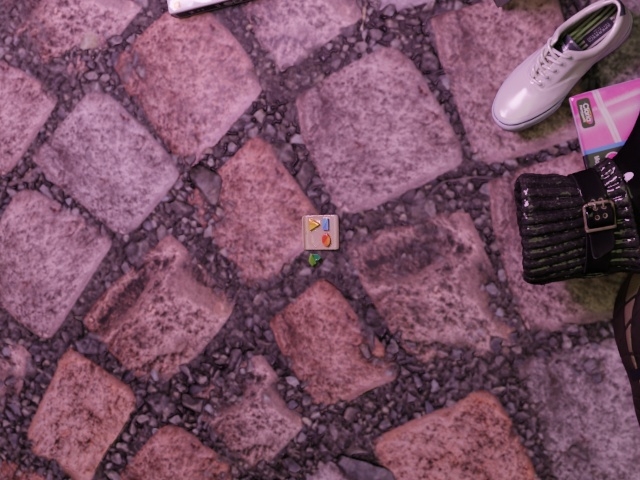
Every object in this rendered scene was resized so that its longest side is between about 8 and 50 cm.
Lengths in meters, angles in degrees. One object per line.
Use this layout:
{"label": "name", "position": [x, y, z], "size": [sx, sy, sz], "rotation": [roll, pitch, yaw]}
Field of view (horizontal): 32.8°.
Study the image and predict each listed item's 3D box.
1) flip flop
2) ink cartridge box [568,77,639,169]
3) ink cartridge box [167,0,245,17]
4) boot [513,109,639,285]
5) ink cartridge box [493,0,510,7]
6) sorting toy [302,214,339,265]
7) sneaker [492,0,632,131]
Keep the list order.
{"label": "flip flop", "position": [0.512, 0.174, 1.634], "size": [0.080, 0.112, 0.277], "rotation": [-10, 84, -17]}
{"label": "ink cartridge box", "position": [0.571, -0.176, 1.617], "size": [0.370, 0.069, 0.176], "rotation": [-14, 90, 12]}
{"label": "ink cartridge box", "position": [-0.167, -0.491, 1.792], "size": [0.208, 0.045, 0.206], "rotation": [-10, 90, 15]}
{"label": "boot", "position": [0.408, -0.104, 1.560], "size": [0.260, 0.131, 0.348], "rotation": [1, 97, 13]}
{"label": "ink cartridge box", "position": [0.285, -0.528, 1.640], "size": [0.201, 0.117, 0.278], "rotation": [-29, 85, 14]}
{"label": "sorting toy", "position": [0.000, 0.000, 1.792], "size": [0.062, 0.012, 0.083], "rotation": [-1, 92, 14]}
{"label": "sneaker", "position": [0.355, -0.272, 1.641], "size": [0.258, 0.091, 0.094], "rotation": [-45, 66, 8]}
